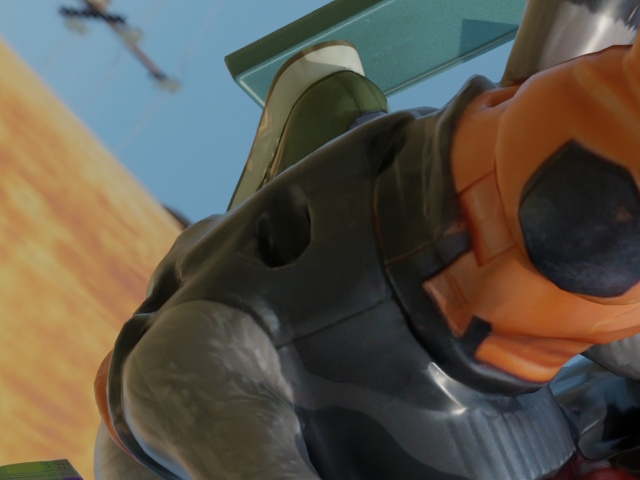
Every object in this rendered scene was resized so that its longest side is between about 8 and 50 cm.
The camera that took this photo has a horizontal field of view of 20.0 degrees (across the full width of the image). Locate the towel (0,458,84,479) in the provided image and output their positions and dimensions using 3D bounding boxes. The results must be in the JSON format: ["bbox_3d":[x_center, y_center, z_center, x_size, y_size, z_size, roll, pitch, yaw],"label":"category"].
[{"bbox_3d":[-0.156,0.158,1.066,0.083,0.060,0.009,45,-55,43],"label":"towel"}]

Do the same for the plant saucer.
[{"bbox_3d":[0.037,-0.105,0.950,0.192,0.067,0.018,-22,-144,36],"label":"plant saucer"}]

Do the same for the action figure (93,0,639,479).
[{"bbox_3d":[0.068,0.000,0.524,0.330,0.178,0.341,-38,170,22],"label":"action figure"}]

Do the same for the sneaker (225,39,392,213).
[{"bbox_3d":[0.000,0.000,0.895,0.064,0.192,0.086,-14,-128,-27],"label":"sneaker"}]

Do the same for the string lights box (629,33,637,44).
[{"bbox_3d":[0.251,-0.080,0.980,0.259,0.133,0.077,-15,-133,-13],"label":"string lights box"}]
